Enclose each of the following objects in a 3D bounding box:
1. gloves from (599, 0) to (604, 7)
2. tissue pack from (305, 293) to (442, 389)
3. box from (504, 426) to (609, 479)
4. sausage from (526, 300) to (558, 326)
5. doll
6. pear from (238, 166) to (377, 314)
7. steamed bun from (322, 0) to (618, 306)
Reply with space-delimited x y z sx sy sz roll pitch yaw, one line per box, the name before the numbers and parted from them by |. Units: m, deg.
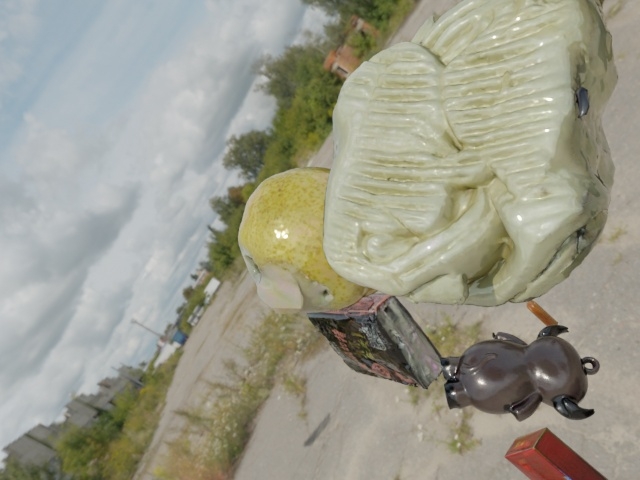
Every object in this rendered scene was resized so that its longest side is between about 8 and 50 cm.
gloves | 0.502 -0.481 1.101 0.154 0.331 0.141 -2 25 38
tissue pack | 0.124 0.226 1.312 0.123 0.245 0.332 -43 15 -25
box | 0.726 0.704 1.582 0.089 0.313 0.197 -44 -15 -27
sausage | 0.622 0.206 1.528 0.031 0.107 0.031 -48 -3 -3
doll | 0.344 0.235 0.934 0.117 0.258 0.182 72 -166 -45
pear | 0.000 0.000 0.921 0.271 0.271 0.271 -56 7 11
steamed bun | 0.194 -0.089 0.631 0.394 0.346 0.237 -50 -35 17
